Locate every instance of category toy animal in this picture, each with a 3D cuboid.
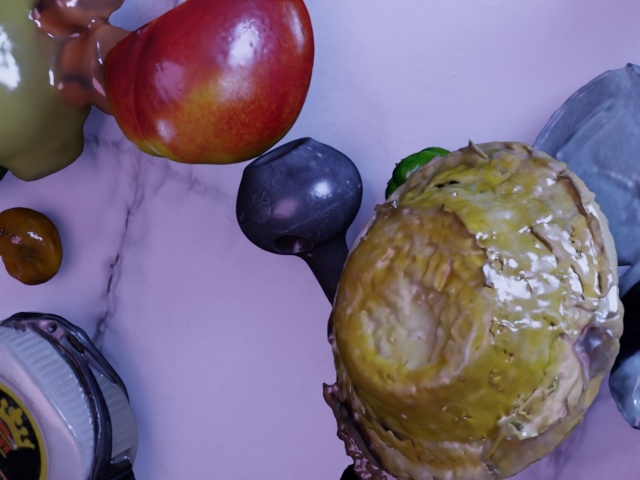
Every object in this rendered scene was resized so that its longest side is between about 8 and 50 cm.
[{"bbox_3d":[-0.340,-0.150,1.659,0.338,0.191,0.216,-23,86,30],"label":"toy animal"}]

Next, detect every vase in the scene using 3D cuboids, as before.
[{"bbox_3d":[0.000,0.000,1.548,0.120,0.120,0.183,-20,105,30],"label":"vase"}]

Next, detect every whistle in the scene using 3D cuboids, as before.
[{"bbox_3d":[0.301,0.041,1.332,0.405,0.188,0.168,50,117,14],"label":"whistle"}]

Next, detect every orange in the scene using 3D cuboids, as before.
[{"bbox_3d":[-0.298,0.002,1.730,0.086,0.062,0.086,37,154,22],"label":"orange"}]

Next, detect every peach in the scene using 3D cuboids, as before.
[{"bbox_3d":[-0.103,-0.165,1.529,0.190,0.190,0.192,6,93,28],"label":"peach"}]

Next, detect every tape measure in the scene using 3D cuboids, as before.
[{"bbox_3d":[-0.273,0.209,1.712,0.231,0.133,0.271,-44,77,34],"label":"tape measure"}]

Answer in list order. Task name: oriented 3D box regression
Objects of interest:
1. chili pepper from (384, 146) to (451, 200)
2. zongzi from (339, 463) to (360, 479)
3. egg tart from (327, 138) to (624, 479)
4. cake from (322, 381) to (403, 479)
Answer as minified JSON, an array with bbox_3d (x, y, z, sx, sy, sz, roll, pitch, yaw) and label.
[{"bbox_3d":[0.157,0.020,1.474,0.099,0.083,0.253,-42,82,23],"label":"chili pepper"},{"bbox_3d":[0.024,0.454,1.555,0.383,0.362,0.319,-39,64,-17],"label":"zongzi"},{"bbox_3d":[0.102,0.056,1.347,0.295,0.116,0.295,-10,74,37],"label":"egg tart"},{"bbox_3d":[0.100,0.156,1.497,0.147,0.134,0.135,-29,80,18],"label":"cake"}]
